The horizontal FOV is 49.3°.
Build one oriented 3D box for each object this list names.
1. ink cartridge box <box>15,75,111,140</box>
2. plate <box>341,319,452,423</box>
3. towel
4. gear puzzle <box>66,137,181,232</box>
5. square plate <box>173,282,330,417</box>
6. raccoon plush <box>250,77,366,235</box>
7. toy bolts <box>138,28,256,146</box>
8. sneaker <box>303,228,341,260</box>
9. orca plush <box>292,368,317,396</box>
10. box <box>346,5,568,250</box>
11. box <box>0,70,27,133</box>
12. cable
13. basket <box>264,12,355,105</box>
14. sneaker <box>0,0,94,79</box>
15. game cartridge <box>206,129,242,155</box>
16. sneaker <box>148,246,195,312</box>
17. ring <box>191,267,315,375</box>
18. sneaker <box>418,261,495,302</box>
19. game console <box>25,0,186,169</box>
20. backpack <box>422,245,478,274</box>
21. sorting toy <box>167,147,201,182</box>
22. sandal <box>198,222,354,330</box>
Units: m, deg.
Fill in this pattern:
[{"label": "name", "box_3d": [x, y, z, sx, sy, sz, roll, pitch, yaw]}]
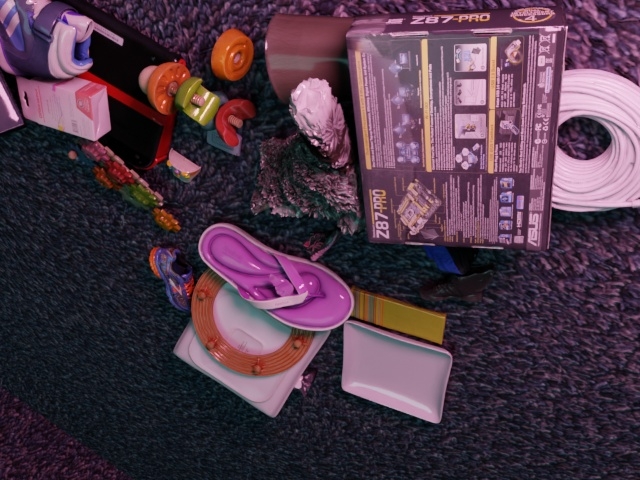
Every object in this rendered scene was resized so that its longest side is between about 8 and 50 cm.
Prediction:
[{"label": "ink cartridge box", "box_3d": [-0.581, -0.312, 1.579, 0.198, 0.067, 0.115, 18, 130, 13]}, {"label": "plate", "box_3d": [0.190, 0.325, 1.766, 0.278, 0.045, 0.277, 16, 132, 18]}, {"label": "towel", "box_3d": [0.181, 0.177, 1.666, 0.237, 0.021, 0.102, 16, 136, 18]}, {"label": "gear puzzle", "box_3d": [-0.486, -0.126, 1.737, 0.339, 0.044, 0.175, 45, 151, -25]}, {"label": "square plate", "box_3d": [-0.197, 0.276, 1.864, 0.344, 0.049, 0.347, 33, 115, 4]}, {"label": "raccoon plush", "box_3d": [-0.049, -0.185, 1.311, 0.299, 0.216, 0.446, 8, 152, 24]}, {"label": "toy bolts", "box_3d": [-0.236, -0.318, 1.411, 0.158, 0.218, 0.228, 28, 170, 25]}, {"label": "sneaker", "box_3d": [0.000, 0.000, 1.605, 0.057, 0.047, 0.119, 50, 134, 1]}, {"label": "orca plush", "box_3d": [-0.145, 0.353, 1.983, 0.287, 0.102, 0.151, 6, 85, 15]}, {"label": "box", "box_3d": [0.219, -0.166, 1.133, 0.318, 0.097, 0.395, 1, 127, 14]}, {"label": "box", "box_3d": [-0.795, -0.343, 1.491, 0.395, 0.212, 0.294, 22, 136, 67]}, {"label": "cable", "box_3d": [0.440, -0.165, 1.171, 0.257, 0.089, 0.257, -7, 122, 35]}, {"label": "basket", "box_3d": [0.045, -0.317, 1.222, 0.226, 0.154, 0.204, 4, 173, 19]}, {"label": "sneaker", "box_3d": [-0.571, -0.487, 1.419, 0.236, 0.130, 0.323, 3, 121, 15]}, {"label": "game cartridge", "box_3d": [-0.213, -0.226, 1.553, 0.083, 0.017, 0.056, 25, 139, 10]}, {"label": "sneaker", "box_3d": [-0.379, 0.110, 1.894, 0.087, 0.083, 0.221, -12, 124, 28]}, {"label": "ring", "box_3d": [-0.177, 0.197, 1.784, 0.336, 0.032, 0.337, 4, 107, 14]}, {"label": "sneaker", "box_3d": [0.291, 0.087, 1.503, 0.170, 0.051, 0.089, 1, 127, 23]}, {"label": "game console", "box_3d": [-0.497, -0.364, 1.582, 0.386, 0.060, 0.342, 30, 131, 4]}, {"label": "backpack", "box_3d": [0.261, 0.004, 1.418, 0.101, 0.098, 0.120, 9, 143, 52]}, {"label": "sorting toy", "box_3d": [-0.333, -0.167, 1.663, 0.083, 0.045, 0.075, 33, 155, 1]}, {"label": "sandal", "box_3d": [-0.122, 0.098, 1.665, 0.416, 0.102, 0.169, 25, 98, 11]}]
